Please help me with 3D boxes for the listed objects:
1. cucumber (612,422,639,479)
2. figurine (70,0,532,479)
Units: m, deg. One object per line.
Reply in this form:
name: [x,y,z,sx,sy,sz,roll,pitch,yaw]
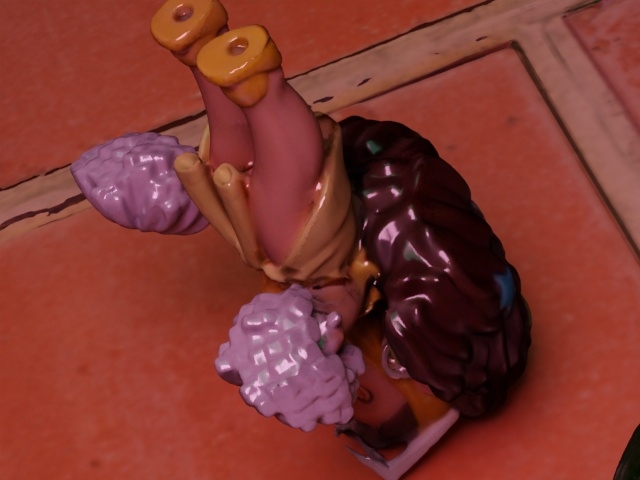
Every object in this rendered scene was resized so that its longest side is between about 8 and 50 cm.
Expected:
cucumber: [0.198,0.048,0.764,0.227,0.069,0.069,-39,49,-22]
figurine: [0.001,0.000,0.753,0.116,0.240,0.175,-45,46,4]
